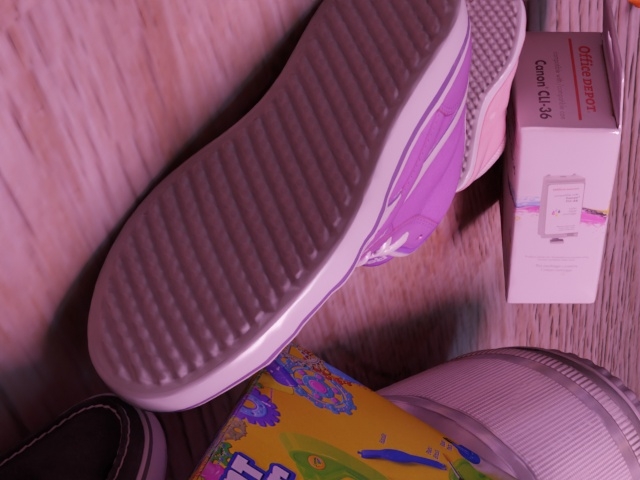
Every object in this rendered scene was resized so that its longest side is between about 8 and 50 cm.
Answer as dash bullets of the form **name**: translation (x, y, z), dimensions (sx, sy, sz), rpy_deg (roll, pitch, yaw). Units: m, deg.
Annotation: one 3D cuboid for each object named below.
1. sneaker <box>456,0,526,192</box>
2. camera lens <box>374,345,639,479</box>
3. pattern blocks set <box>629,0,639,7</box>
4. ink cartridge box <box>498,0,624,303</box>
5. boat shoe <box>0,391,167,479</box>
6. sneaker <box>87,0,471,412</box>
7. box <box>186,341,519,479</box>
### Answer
- **sneaker**: translation (0.099, -0.095, 0.791), dimensions (0.070, 0.051, 0.134), rpy_deg (-10, 118, -69)
- **camera lens**: translation (0.106, 0.195, 0.859), dimensions (0.274, 0.219, 0.219), rpy_deg (-12, 123, -56)
- **pattern blocks set**: translation (0.270, -0.291, 0.896), dimensions (0.285, 0.026, 0.325), rpy_deg (-61, 156, -29)
- **ink cartridge box**: translation (0.162, -0.065, 0.850), dimensions (0.115, 0.067, 0.198), rpy_deg (-85, 175, -48)
- **boat shoe**: translation (-0.158, 0.147, 0.532), dimensions (0.228, 0.080, 0.076), rpy_deg (-45, 149, -18)
- **sneaker**: translation (0.001, 0.000, 0.650), dimensions (0.282, 0.102, 0.161), rpy_deg (-50, 152, -24)
- **box**: translation (0.029, 0.226, 0.568), dimensions (0.177, 0.279, 0.290), rpy_deg (-58, 179, 18)
